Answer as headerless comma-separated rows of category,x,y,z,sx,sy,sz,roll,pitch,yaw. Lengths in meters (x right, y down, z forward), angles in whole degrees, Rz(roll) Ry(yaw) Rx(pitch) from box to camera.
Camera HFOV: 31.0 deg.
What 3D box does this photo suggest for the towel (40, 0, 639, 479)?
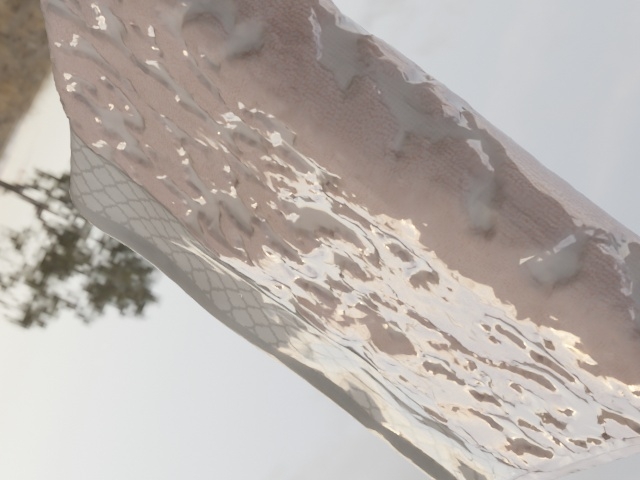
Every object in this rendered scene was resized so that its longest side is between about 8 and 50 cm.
towel,0.000,0.000,0.552,0.053,0.332,0.317,-50,173,-22
